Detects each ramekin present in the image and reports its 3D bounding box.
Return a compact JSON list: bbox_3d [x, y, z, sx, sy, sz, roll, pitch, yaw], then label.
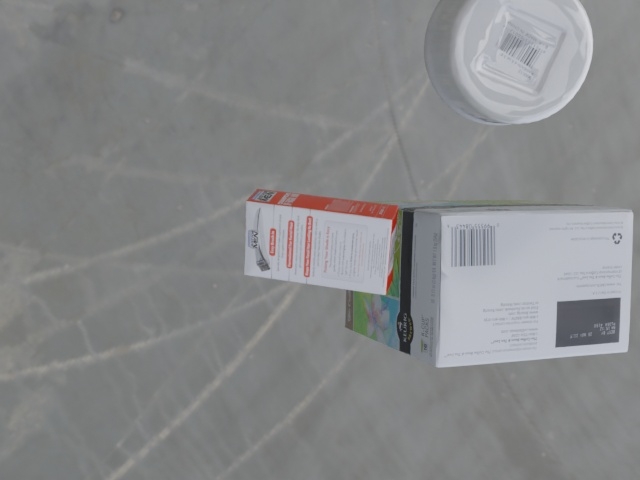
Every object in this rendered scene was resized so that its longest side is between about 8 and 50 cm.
[{"bbox_3d":[0.325,-0.328,1.665,0.277,0.277,0.135,-58,-168,7],"label":"ramekin"}]

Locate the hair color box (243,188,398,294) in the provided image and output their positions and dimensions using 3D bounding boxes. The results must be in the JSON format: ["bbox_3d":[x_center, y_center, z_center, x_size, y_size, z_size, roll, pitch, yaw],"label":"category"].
[{"bbox_3d":[0.000,0.000,1.107,0.053,0.167,0.093,-58,154,-66],"label":"hair color box"}]

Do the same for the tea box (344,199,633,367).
[{"bbox_3d":[0.246,0.051,1.505,0.329,0.323,0.220,-1,95,-23],"label":"tea box"}]
